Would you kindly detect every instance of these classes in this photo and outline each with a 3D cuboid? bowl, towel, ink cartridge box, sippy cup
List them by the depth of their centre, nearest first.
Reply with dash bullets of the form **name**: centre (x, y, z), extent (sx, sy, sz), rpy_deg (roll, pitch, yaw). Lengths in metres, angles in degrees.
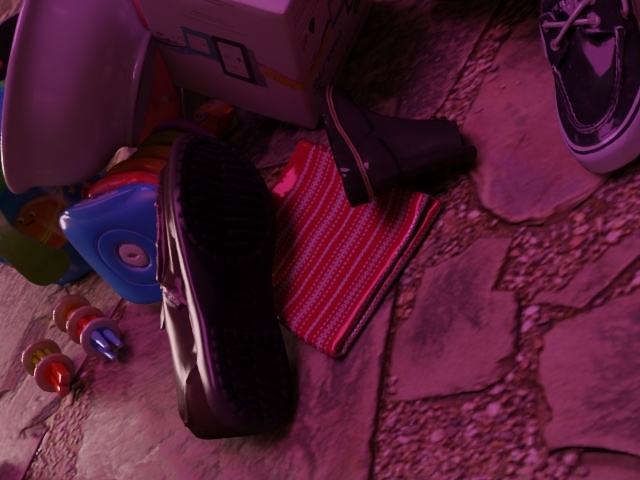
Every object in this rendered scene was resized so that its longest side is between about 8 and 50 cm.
- **towel**: centre (0.000, 0.000, 1.498), extent (0.199, 0.031, 0.275), rpy_deg (-57, 33, -2)
- **ink cartridge box**: centre (-0.072, -0.292, 1.581), extent (0.197, 0.270, 0.198), rpy_deg (19, 72, 14)
- **bowl**: centre (-0.270, -0.190, 1.631), extent (0.298, 0.134, 0.297), rpy_deg (-170, 90, -88)
- **sippy cup**: centre (-0.392, -0.060, 1.863), extent (0.240, 0.224, 0.305), rpy_deg (-19, 47, 41)

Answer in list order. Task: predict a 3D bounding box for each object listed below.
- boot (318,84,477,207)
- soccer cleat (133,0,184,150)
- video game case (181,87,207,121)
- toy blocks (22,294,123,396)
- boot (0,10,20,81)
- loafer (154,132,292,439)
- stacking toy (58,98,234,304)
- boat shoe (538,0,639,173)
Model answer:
- **boot**: centre (0.077, -0.113, 1.458), extent (0.137, 0.076, 0.198), rpy_deg (-17, 40, 0)
- **soccer cleat**: centre (-0.207, -0.218, 1.798), extent (0.083, 0.248, 0.095), rpy_deg (11, 36, 17)
- **video game case**: centre (-0.173, -0.371, 1.862), extent (0.300, 0.036, 0.329), rpy_deg (-103, 16, -49)
- **toy blocks**: centre (-0.303, 0.141, 1.727), extent (0.123, 0.054, 0.148), rpy_deg (-56, 33, -4)
- **boot**: centre (-0.575, -0.287, 2.437), extent (0.176, 0.088, 0.244), rpy_deg (-34, 23, 58)
- **loafer**: centre (-0.128, 0.049, 1.480), extent (0.130, 0.134, 0.365), rpy_deg (-38, 47, 40)
- **stacking toy**: centre (-0.172, -0.083, 1.708), extent (0.175, 0.165, 0.301), rpy_deg (-15, 35, 35)
- **boat shoe**: centre (0.250, -0.199, 1.297), extent (0.108, 0.102, 0.301), rpy_deg (-24, 43, 38)
